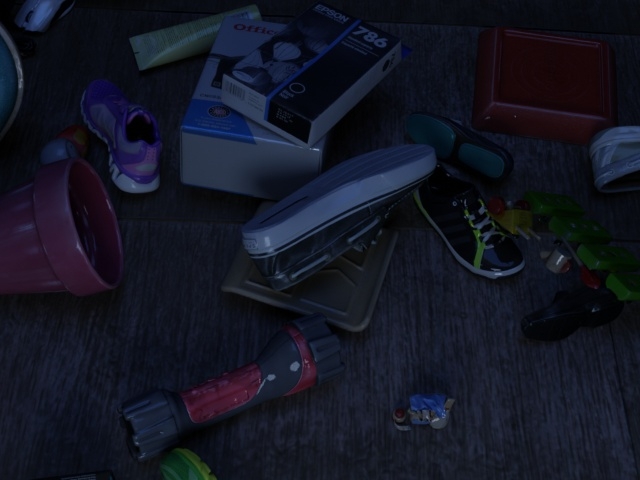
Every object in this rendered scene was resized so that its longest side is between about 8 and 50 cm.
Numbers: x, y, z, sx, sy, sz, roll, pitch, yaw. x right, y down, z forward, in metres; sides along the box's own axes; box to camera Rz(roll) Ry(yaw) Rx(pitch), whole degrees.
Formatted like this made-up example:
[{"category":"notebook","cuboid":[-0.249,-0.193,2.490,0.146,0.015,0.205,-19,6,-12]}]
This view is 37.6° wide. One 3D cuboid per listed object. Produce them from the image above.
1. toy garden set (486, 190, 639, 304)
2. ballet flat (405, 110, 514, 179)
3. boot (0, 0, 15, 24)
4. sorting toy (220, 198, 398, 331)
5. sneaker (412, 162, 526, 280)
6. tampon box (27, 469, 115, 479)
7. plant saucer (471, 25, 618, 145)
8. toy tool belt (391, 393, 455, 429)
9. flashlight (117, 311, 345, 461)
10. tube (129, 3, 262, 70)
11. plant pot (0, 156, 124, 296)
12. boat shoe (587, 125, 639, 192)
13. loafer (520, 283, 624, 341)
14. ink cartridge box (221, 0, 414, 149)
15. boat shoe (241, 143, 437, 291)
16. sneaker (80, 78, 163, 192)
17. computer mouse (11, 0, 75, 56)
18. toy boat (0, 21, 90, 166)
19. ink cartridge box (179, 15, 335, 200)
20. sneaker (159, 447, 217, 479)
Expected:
[{"category":"toy garden set","cuboid":[0.372,0.016,1.402,0.204,0.049,0.244,4,36,-37]},{"category":"ballet flat","cuboid":[0.238,-0.161,1.579,0.203,0.074,0.074,31,58,25]},{"category":"boot","cuboid":[-0.727,-0.376,1.636,0.284,0.138,0.377,15,68,17]},{"category":"sorting toy","cuboid":[0.000,0.000,1.464,0.229,0.041,0.307,15,48,8]},{"category":"sneaker","cuboid":[0.224,-0.035,1.460,0.084,0.097,0.235,-34,62,-24]},{"category":"tampon box","cuboid":[-0.289,0.375,1.118,0.101,0.120,0.161,-6,54,-8]},{"category":"plant saucer","cuboid":[0.410,-0.290,1.689,0.259,0.047,0.258,8,54,4]},{"category":"toy tool belt","cuboid":[0.141,0.230,1.290,0.083,0.051,0.052,-2,54,-4]},{"category":"flashlight","cuboid":[-0.119,0.193,1.266,0.304,0.103,0.103,-20,91,-22]},{"category":"tube","cuboid":[-0.224,-0.372,1.713,0.240,0.062,0.070,-18,13,-10]},{"category":"plant pot","cuboid":[-0.405,-0.004,1.359,0.180,0.201,0.201,-15,54,6]},{"category":"boat shoe","cuboid":[0.607,-0.126,1.543,0.321,0.118,0.103,2,60,3]},{"category":"loafer","cuboid":[0.365,0.104,1.395,0.170,0.062,0.061,-10,47,-23]},{"category":"ink cartridge box","cuboid":[0.007,-0.283,1.480,0.165,0.065,0.332,29,49,16]},{"category":"boat shoe","cuboid":[0.037,-0.038,1.402,0.335,0.119,0.121,-28,24,-19]},{"category":"sneaker","cuboid":[-0.315,-0.191,1.531,0.095,0.104,0.236,-9,53,-34]},{"category":"computer mouse","cuboid":[-0.530,-0.418,1.734,0.106,0.042,0.193,22,56,14]},{"category":"toy boat","cuboid":[-0.512,-0.200,1.471,0.318,0.267,0.148,27,22,-12]},{"category":"ink cartridge box","cuboid":[-0.085,-0.220,1.540,0.223,0.129,0.307,9,47,3]},{"category":"sneaker","cuboid":[-0.158,0.385,1.125,0.124,0.109,0.295,-10,55,-15]}]
